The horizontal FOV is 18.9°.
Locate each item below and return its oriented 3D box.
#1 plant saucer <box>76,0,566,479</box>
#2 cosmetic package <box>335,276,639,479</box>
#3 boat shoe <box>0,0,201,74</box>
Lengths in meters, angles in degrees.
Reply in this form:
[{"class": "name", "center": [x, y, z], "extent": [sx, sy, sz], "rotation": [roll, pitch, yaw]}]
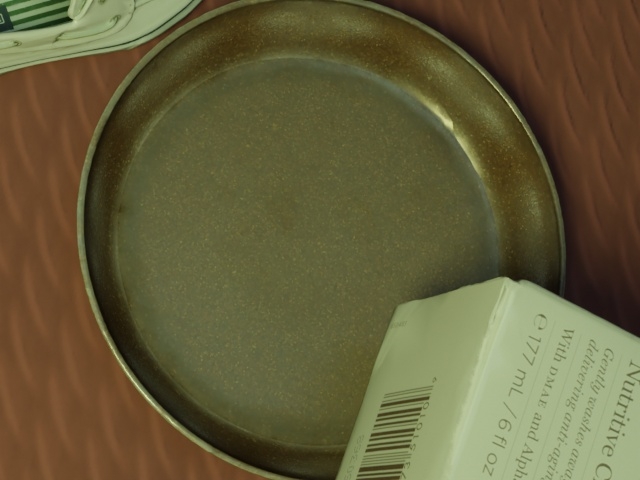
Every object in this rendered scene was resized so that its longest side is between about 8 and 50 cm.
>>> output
[{"class": "plant saucer", "center": [0.000, 0.000, 1.186], "extent": [0.311, 0.050, 0.310], "rotation": [4, 76, -17]}, {"class": "cosmetic package", "center": [0.199, 0.199, 1.113], "extent": [0.385, 0.156, 0.217], "rotation": [24, 73, -19]}, {"class": "boat shoe", "center": [-0.149, -0.149, 1.160], "extent": [0.226, 0.076, 0.083], "rotation": [-29, 87, -22]}]
